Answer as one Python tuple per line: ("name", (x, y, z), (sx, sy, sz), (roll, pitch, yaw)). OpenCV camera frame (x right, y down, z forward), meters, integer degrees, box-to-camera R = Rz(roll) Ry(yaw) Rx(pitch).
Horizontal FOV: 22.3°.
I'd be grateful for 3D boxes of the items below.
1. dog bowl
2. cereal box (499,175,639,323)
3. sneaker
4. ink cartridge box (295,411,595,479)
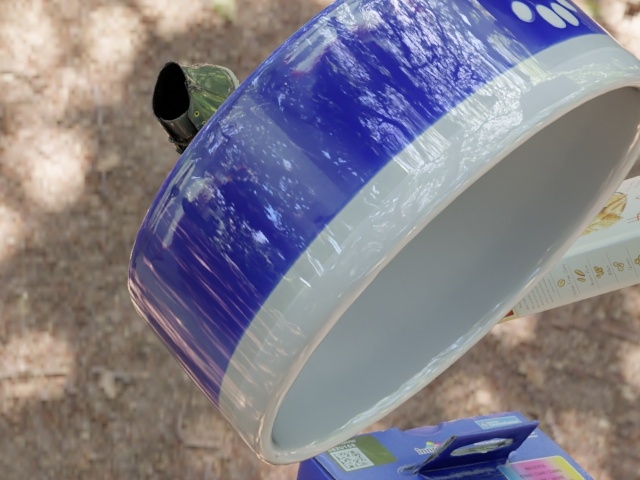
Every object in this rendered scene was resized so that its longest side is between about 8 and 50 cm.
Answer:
("dog bowl", (0.038, -0.016, 0.800), (0.265, 0.265, 0.104), (-32, 70, -32))
("cereal box", (0.263, -0.010, 1.370), (0.240, 0.047, 0.173), (-18, 15, 25))
("sneaker", (-0.128, -0.088, 1.789), (0.083, 0.118, 0.222), (-19, 82, 25))
("ink cartridge box", (0.099, 0.325, 1.564), (0.270, 0.396, 0.151), (-4, 28, -33))
